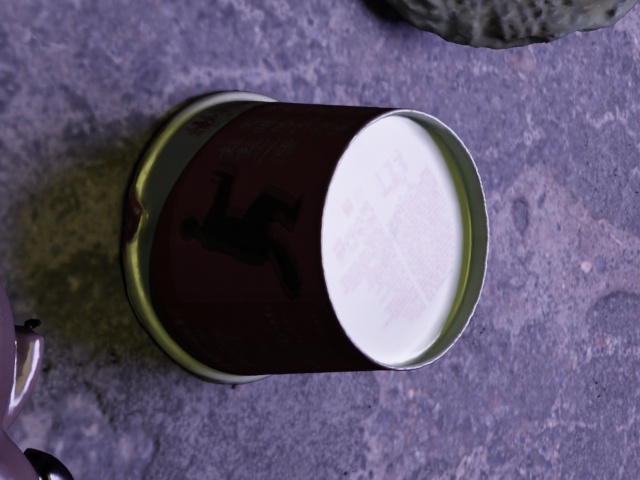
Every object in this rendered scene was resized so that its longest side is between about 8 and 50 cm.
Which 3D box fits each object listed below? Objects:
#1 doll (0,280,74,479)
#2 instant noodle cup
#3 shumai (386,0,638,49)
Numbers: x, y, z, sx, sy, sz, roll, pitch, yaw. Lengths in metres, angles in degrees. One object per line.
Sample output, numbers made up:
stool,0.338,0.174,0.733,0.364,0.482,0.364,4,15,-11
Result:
doll,-0.228,0.092,0.538,0.182,0.117,0.257,-17,101,-43
instant noodle cup,0.000,0.000,0.733,0.235,0.178,0.234,-2,93,-45
shumai,0.156,-0.356,0.896,0.263,0.304,0.309,-78,169,-46
